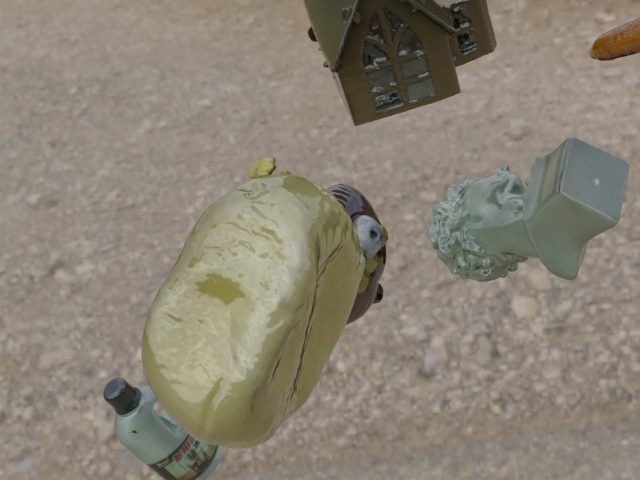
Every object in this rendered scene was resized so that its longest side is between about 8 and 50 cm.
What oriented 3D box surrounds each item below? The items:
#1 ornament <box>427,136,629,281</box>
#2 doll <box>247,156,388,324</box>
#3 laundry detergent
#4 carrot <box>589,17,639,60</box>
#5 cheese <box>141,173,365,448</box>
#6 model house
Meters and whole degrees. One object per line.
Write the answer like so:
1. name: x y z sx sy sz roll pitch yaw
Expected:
1. ornament: 0.222 -0.020 1.206 0.130 0.120 0.285 -62 20 -15
2. doll: -0.003 0.007 1.076 0.096 0.188 0.145 -15 66 39
3. laundry detergent: -0.232 0.269 1.600 0.099 0.225 0.070 -43 39 -8
4. carrot: 0.272 -0.171 0.859 0.037 0.037 0.190 -34 5 -34
5. cheese: -0.044 0.059 0.919 0.117 0.226 0.214 28 1 19
6. model house: 0.057 -0.265 1.024 0.176 0.248 0.181 -19 35 2
